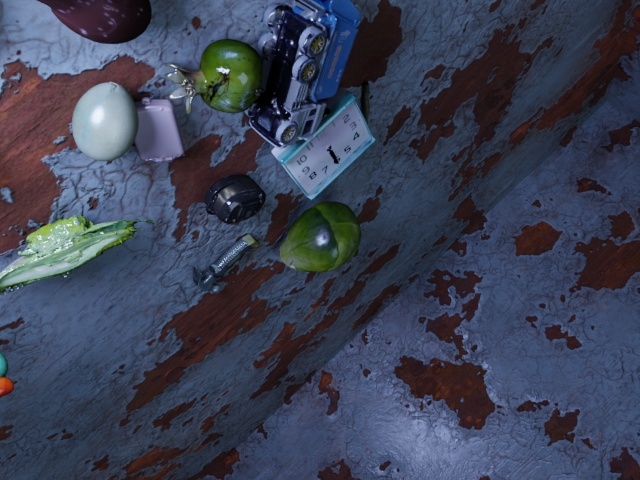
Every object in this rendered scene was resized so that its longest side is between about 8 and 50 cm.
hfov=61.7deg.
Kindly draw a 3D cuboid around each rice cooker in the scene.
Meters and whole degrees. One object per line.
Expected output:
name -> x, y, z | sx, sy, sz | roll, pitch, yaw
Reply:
rice cooker -> -0.223, -0.108, 1.410 | 0.165, 0.106, 0.112 | -28, 155, -49

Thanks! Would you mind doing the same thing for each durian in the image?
durian -> -0.540, 0.013, 1.143 | 0.375, 0.106, 0.132 | -31, 148, -22

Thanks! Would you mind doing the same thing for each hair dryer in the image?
hair dryer -> -0.288, -0.453, 0.750 | 0.340, 0.123, 0.312 | -59, 178, 9

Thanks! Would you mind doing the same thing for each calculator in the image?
calculator -> -0.344, -0.227, 1.115 | 0.100, 0.032, 0.175 | -10, 145, -8

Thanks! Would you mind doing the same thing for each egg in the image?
egg -> -0.398, -0.220, 0.995 | 0.114, 0.114, 0.152 | -10, 135, -48

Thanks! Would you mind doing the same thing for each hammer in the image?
hammer -> -0.288, 0.067, 1.639 | 0.226, 0.041, 0.158 | -41, 155, -3

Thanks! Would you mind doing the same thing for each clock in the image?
clock -> 0.002, -0.271, 1.487 | 0.262, 0.116, 0.231 | -44, 148, -1

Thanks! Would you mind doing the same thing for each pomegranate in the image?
pomegranate -> -0.210, -0.328, 1.086 | 0.191, 0.131, 0.152 | -14, 145, -32

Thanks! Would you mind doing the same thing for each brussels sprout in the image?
brussels sprout -> 0.000, 0.000, 1.757 | 0.271, 0.219, 0.210 | -30, 167, 19

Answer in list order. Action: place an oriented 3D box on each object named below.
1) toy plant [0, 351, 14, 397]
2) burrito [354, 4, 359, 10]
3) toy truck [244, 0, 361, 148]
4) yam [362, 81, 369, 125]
toy plant -> -0.693, 0.195, 0.871 | 0.280, 0.400, 0.185 | -10, 140, -48
burrito -> 0.031, -0.461, 1.293 | 0.087, 0.060, 0.226 | -25, 148, -46
toy truck -> -0.043, -0.393, 1.202 | 0.175, 0.146, 0.367 | -22, 146, -43
yam -> 0.131, -0.372, 1.596 | 0.029, 0.027, 0.234 | -43, 155, -24
